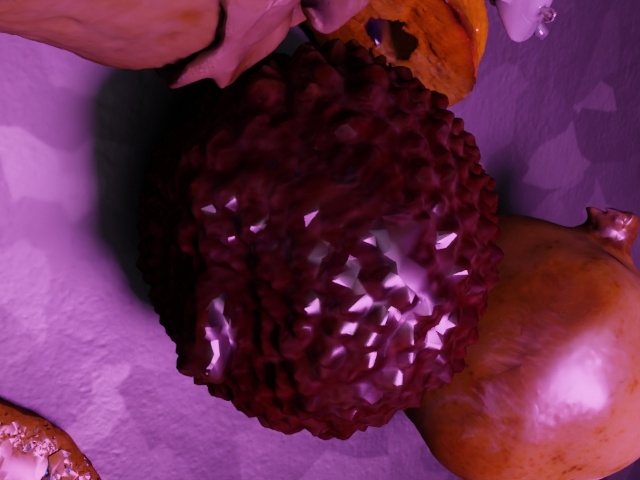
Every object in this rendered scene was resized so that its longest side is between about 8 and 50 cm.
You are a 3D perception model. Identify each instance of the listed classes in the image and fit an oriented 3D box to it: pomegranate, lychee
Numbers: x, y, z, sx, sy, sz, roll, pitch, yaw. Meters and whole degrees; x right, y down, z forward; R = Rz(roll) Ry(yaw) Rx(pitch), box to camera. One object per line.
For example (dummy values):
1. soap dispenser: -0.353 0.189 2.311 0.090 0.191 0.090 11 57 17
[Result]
1. pomegranate: 0.205 0.113 0.772 0.307 0.307 0.307 -9 109 -27
2. lychee: 0.000 0.000 0.621 0.330 0.306 0.306 -38 123 -42

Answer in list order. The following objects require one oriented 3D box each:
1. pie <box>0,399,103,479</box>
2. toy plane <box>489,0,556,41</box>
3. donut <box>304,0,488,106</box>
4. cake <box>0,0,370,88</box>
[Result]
1. pie: -0.303 0.270 0.661 0.273 0.069 0.273 -12 113 -31
2. toy plane: 0.176 -0.315 0.652 0.182 0.107 0.273 5 103 -31
3. donut: 0.070 -0.202 0.672 0.190 0.174 0.075 43 63 -39
4. cake: -0.094 -0.265 0.502 0.321 0.332 0.332 2 105 -56
